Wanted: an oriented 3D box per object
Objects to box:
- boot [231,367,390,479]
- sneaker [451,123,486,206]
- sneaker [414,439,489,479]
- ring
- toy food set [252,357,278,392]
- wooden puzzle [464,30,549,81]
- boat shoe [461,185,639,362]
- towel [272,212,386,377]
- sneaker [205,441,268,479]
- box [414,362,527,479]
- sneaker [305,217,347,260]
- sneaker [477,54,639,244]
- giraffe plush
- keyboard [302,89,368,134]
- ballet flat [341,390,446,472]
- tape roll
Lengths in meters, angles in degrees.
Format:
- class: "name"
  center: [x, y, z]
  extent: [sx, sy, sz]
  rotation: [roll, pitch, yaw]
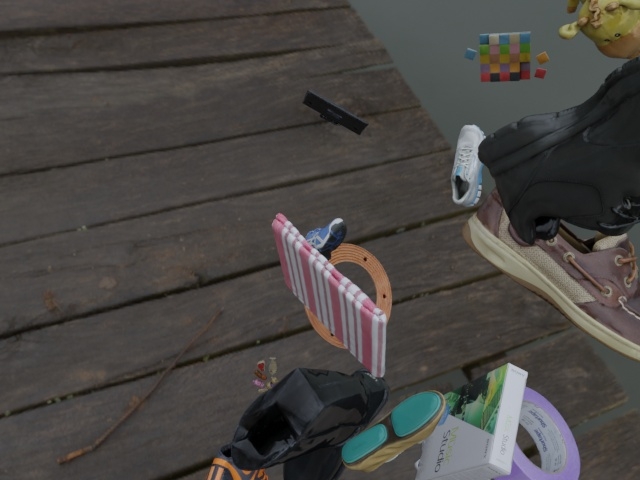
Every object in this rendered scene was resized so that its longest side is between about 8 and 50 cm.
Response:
- class: "boot"
  center: [-0.040, 0.424, 1.249]
  extent: [0.146, 0.445, 0.367]
  rotation: [33, 94, 21]
- class: "sneaker"
  center: [0.332, -0.169, 1.366]
  extent: [0.071, 0.190, 0.083]
  rotation: [6, 10, 35]
- class: "sneaker"
  center: [0.417, 0.548, 1.744]
  extent: [0.210, 0.137, 0.365]
  rotation: [18, 55, 19]
- class: "ring"
  center: [0.086, 0.176, 1.915]
  extent: [0.337, 0.032, 0.336]
  rotation: [7, 77, -31]
- class: "toy food set"
  center: [-0.165, 0.407, 1.797]
  extent: [0.078, 0.122, 0.019]
  rotation: [-6, 24, -2]
- class: "wooden puzzle"
  center: [0.188, -0.185, 0.610]
  extent: [0.083, 0.049, 0.006]
  rotation: [4, 39, 24]
- class: "boat shoe"
  center: [0.358, 0.038, 0.786]
  extent: [0.342, 0.123, 0.123]
  rotation: [36, 24, 12]
- class: "towel"
  center: [0.014, 0.066, 0.730]
  extent: [0.029, 0.144, 0.197]
  rotation: [-36, 59, -19]
- class: "sneaker"
  center: [-0.136, 0.584, 1.454]
  extent: [0.321, 0.125, 0.180]
  rotation: [40, 50, -40]
- class: "box"
  center: [0.337, 0.432, 1.369]
  extent: [0.058, 0.322, 0.232]
  rotation: [29, 55, -6]
- class: "sneaker"
  center: [0.000, 0.000, 1.587]
  extent: [0.080, 0.211, 0.081]
  rotation: [-19, 69, -36]
- class: "sneaker"
  center: [0.263, -0.075, 0.507]
  extent: [0.109, 0.286, 0.130]
  rotation: [-10, 81, -27]
- class: "giraffe plush"
  center: [0.478, -0.363, 0.955]
  extent: [0.210, 0.181, 0.170]
  rotation: [35, 49, 3]
- class: "keyboard"
  center: [0.037, -0.338, 1.599]
  extent: [0.180, 0.108, 0.023]
  rotation: [29, 75, -7]
- class: "ballet flat"
  center: [0.141, 0.343, 1.074]
  extent: [0.073, 0.232, 0.080]
  rotation: [39, 26, -29]
- class: "tape roll"
  center: [0.521, 0.511, 1.526]
  extent: [0.275, 0.090, 0.274]
  rotation: [22, 43, -22]
